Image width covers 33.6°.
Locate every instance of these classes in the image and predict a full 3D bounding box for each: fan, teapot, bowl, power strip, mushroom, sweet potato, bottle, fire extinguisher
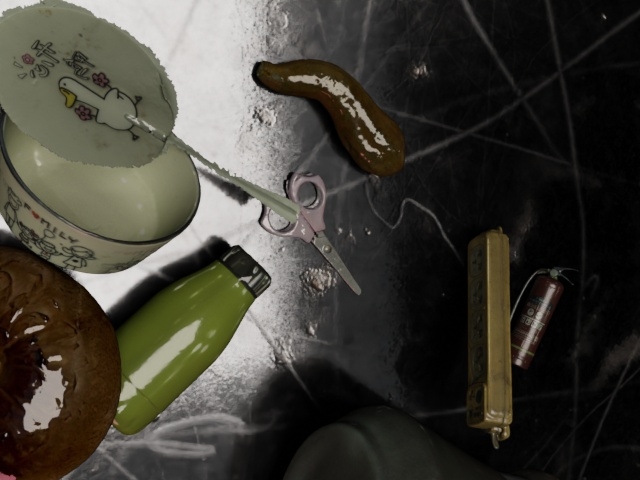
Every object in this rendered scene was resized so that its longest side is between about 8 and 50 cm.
[{"bbox_3d":[-0.199,-0.130,1.221,0.414,0.012,0.233,34,46,-13],"label":"fan"},{"bbox_3d":[0.131,0.414,1.372,0.361,0.305,0.376,18,119,-28],"label":"teapot"},{"bbox_3d":[-0.266,-0.056,1.203,0.237,0.238,0.126,22,132,-21],"label":"bowl"},{"bbox_3d":[0.225,0.125,1.414,0.044,0.064,0.305,7,72,-18],"label":"power strip"},{"bbox_3d":[-0.369,0.146,1.176,0.297,0.163,0.278,24,97,8],"label":"mushroom"},{"bbox_3d":[0.027,-0.169,1.358,0.233,0.062,0.081,39,85,-17],"label":"sweet potato"},{"bbox_3d":[-0.173,0.114,1.294,0.260,0.112,0.112,-44,109,-10],"label":"bottle"},{"bbox_3d":[0.305,0.103,1.502,0.064,0.043,0.158,24,87,21],"label":"fire extinguisher"}]

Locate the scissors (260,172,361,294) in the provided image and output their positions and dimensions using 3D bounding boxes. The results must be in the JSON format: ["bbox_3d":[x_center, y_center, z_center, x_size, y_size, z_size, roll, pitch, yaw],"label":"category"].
[{"bbox_3d":[0.000,0.000,1.395,0.100,0.015,0.189,-40,110,-9],"label":"scissors"}]
